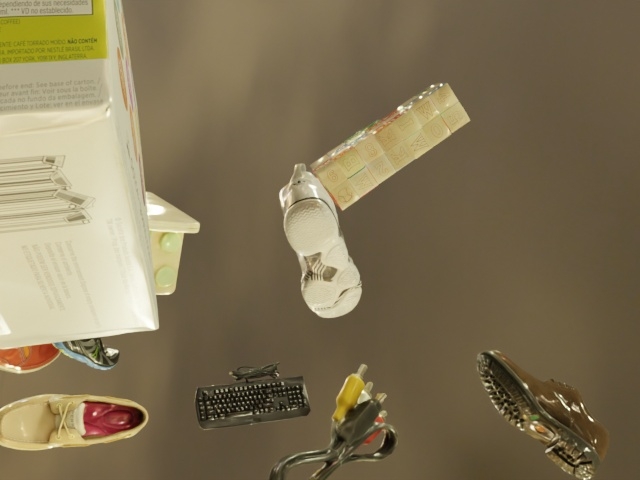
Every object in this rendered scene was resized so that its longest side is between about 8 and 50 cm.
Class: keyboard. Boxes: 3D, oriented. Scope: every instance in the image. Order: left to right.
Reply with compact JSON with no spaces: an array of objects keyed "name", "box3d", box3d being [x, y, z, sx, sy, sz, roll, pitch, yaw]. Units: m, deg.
[{"name":"keyboard","box3d":[-0.110,0.246,1.287,0.038,0.192,0.100,-58,-138,49]}]

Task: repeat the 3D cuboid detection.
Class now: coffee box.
[{"name":"coffee box","box3d":[-0.341,-0.118,0.711,0.338,0.338,0.335,100,-19,-56]}]

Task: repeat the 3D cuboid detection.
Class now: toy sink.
[{"name":"toy sink","box3d":[-0.303,0.004,1.220,0.234,0.152,0.131,26,-72,55]}]

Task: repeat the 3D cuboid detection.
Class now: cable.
[{"name":"cable","box3d":[0.024,0.327,1.245,0.072,0.287,0.140,-11,-70,48]}]

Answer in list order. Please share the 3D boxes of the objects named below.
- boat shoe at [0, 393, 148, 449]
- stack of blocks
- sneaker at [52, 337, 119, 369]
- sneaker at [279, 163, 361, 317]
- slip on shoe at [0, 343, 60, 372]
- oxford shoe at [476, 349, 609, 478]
[{"name":"boat shoe","box3d":[-0.274,0.199,0.883,0.059,0.170,0.063,-26,-112,54]},{"name":"stack of blocks","box3d":[0.129,-0.188,1.554,0.297,0.087,0.171,-35,-169,2]},{"name":"sneaker","box3d":[-0.497,0.227,1.721,0.067,0.188,0.078,32,-96,35]},{"name":"sneaker","box3d":[0.000,0.000,1.815,0.137,0.366,0.210,-14,-138,4]},{"name":"slip on shoe","box3d":[-0.617,0.195,1.598,0.101,0.331,0.123,-28,-108,8]},{"name":"oxford shoe","box3d":[0.328,0.239,1.170,0.227,0.096,0.083,44,-33,9]}]
